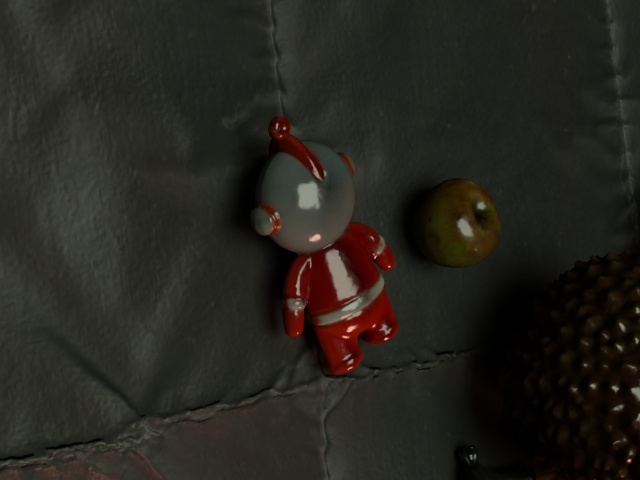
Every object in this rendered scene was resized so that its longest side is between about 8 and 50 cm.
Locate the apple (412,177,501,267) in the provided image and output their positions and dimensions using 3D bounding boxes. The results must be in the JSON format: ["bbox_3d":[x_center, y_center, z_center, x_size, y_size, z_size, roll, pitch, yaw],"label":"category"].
[{"bbox_3d":[0.135,-0.017,1.237,0.090,0.074,0.089,6,81,-39],"label":"apple"}]

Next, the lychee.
[{"bbox_3d":[0.321,0.142,1.254,0.268,0.267,0.267,3,85,-39],"label":"lychee"}]

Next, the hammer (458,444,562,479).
[{"bbox_3d":[0.227,0.251,1.311,0.201,0.021,0.078,6,50,-42],"label":"hammer"}]

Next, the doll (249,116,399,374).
[{"bbox_3d":[0.000,0.000,1.129,0.142,0.076,0.245,-38,114,-35],"label":"doll"}]
